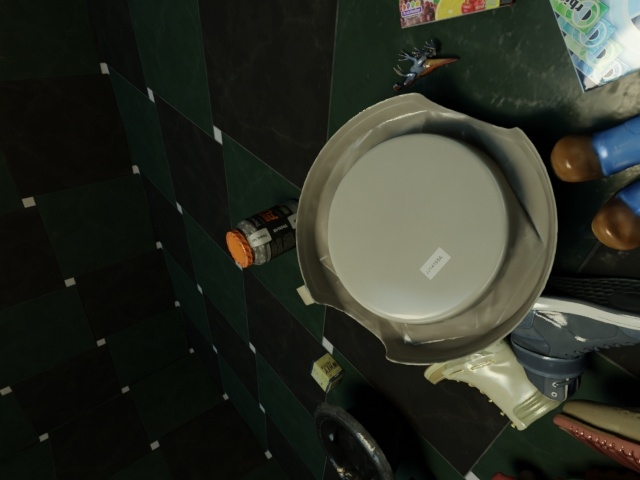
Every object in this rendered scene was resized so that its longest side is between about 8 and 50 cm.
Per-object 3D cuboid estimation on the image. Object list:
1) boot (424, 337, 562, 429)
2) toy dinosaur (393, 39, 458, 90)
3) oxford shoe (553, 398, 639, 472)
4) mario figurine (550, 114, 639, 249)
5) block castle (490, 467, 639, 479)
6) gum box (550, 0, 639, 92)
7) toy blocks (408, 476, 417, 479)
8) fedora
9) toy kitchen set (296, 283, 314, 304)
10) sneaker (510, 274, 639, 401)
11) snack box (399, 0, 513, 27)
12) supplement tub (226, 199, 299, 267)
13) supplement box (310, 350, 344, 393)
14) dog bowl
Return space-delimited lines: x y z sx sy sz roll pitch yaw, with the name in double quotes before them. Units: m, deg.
"boot" 0.285 0.247 0.694 0.165 0.077 0.213 48 143 19
"toy dinosaur" 0.137 -0.239 0.575 0.090 0.047 0.082 40 162 16
"oxford shoe" 0.433 0.202 0.411 0.123 0.130 0.348 36 155 -30
"mario figurine" 0.310 -0.089 0.283 0.198 0.170 0.320 27 159 -4
"block castle" 0.439 0.487 0.531 0.303 0.213 0.453 54 150 6
"gum box" 0.297 -0.240 0.335 0.184 0.041 0.157 -15 102 58
"toy blocks" 0.323 0.734 0.943 0.381 0.190 0.261 22 120 47
"fedora" 0.126 0.532 1.065 0.334 0.152 0.334 35 139 37
"toy kitchen set" 0.000 0.000 0.830 0.207 0.166 0.122 59 149 5
"sneaker" 0.345 0.132 0.502 0.226 0.086 0.163 3 113 57
"snack box" 0.156 -0.323 0.481 0.141 0.037 0.100 19 127 48
"supplement tub" -0.122 -0.016 0.973 0.117 0.190 0.117 34 139 37
"supplement box" 0.019 0.397 1.211 0.083 0.056 0.083 44 144 28
"dog bowl" 0.132 -0.015 0.554 0.348 0.102 0.349 -2 87 35
